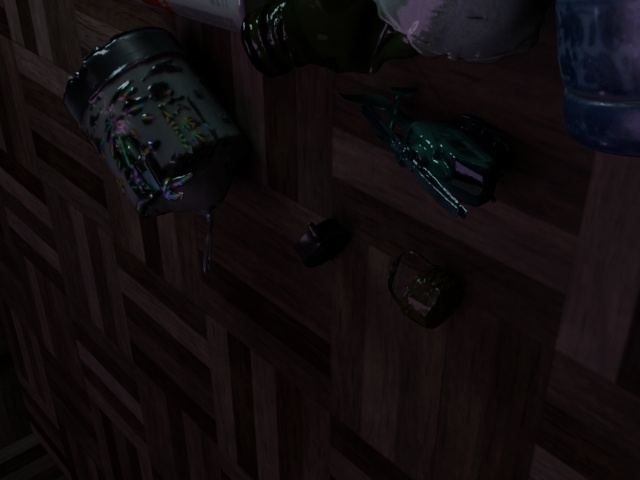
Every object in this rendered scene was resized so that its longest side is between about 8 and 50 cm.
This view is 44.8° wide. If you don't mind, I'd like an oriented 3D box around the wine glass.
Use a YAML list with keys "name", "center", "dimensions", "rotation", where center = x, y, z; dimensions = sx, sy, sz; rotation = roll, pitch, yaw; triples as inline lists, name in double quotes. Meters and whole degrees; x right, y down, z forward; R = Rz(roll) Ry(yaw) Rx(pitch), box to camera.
- name: "wine glass"
  center: [0.126, -0.239, 0.516]
  dimensions: [0.156, 0.156, 0.232]
  rotation: [57, 163, 12]

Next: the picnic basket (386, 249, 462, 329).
- name: "picnic basket"
  center: [0.106, 0.052, 0.856]
  dimensions: [0.083, 0.072, 0.072]
  rotation: [41, 139, 32]

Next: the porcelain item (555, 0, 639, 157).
- name: "porcelain item"
  center: [0.232, -0.122, 0.507]
  dimensions: [0.147, 0.147, 0.114]
  rotation: [13, 121, 50]

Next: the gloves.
- name: "gloves"
  center: [0.039, -0.220, 0.736]
  dimensions: [0.268, 0.107, 0.135]
  rotation: [0, 132, 41]

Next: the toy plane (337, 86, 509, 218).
- name: "toy plane"
  center: [0.103, -0.091, 0.750]
  dimensions: [0.235, 0.096, 0.060]
  rotation: [-125, 34, -47]

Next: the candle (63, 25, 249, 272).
- name: "candle"
  center: [-0.200, -0.120, 1.053]
  dimensions: [0.330, 0.187, 0.187]
  rotation: [55, 145, 11]

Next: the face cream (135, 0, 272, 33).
- name: "face cream"
  center: [-0.163, -0.325, 0.950]
  dimensions: [0.346, 0.102, 0.101]
  rotation: [27, 131, 41]

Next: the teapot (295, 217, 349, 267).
- name: "teapot"
  center: [0.000, 0.000, 0.969]
  dimensions: [0.045, 0.068, 0.100]
  rotation: [56, 179, 19]
